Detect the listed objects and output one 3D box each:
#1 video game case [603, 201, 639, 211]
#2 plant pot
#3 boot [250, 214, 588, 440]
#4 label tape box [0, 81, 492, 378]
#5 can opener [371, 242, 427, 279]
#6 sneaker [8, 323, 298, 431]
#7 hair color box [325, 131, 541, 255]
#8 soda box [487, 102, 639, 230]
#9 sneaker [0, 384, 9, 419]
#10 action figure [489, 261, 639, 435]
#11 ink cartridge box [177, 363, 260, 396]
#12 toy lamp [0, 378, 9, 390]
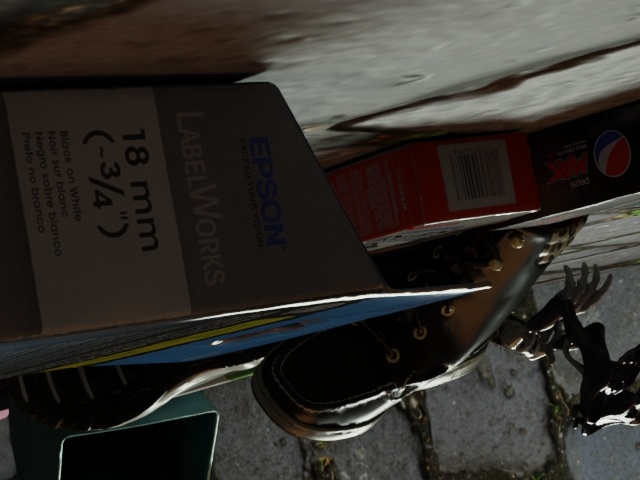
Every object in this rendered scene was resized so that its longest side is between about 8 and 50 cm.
[{"bbox_3d":[0.339,-0.054,1.623,0.157,0.019,0.143,-9,176,-17],"label":"video game case"},{"bbox_3d":[-0.234,0.183,1.930,0.165,0.165,0.234,-8,-144,-26],"label":"plant pot"},{"bbox_3d":[0.070,0.036,1.263,0.236,0.085,0.178,-18,151,-48],"label":"boot"},{"bbox_3d":[-0.128,0.007,0.835,0.334,0.106,0.241,-6,173,-42],"label":"label tape box"},{"bbox_3d":[0.000,0.000,1.381,0.283,0.076,0.095,-9,-153,-15],"label":"can opener"},{"bbox_3d":[-0.130,0.092,1.571,0.272,0.100,0.108,-18,175,4],"label":"sneaker"},{"bbox_3d":[0.047,-0.023,1.167,0.093,0.053,0.167,-8,176,-34],"label":"hair color box"},{"bbox_3d":[0.175,-0.048,1.145,0.060,0.053,0.169,-6,174,-41],"label":"soda box"},{"bbox_3d":[-0.413,0.171,2.130,0.319,0.112,0.131,-10,172,10],"label":"sneaker"},{"bbox_3d":[0.187,0.045,1.624,0.141,0.276,0.164,-46,145,-1],"label":"action figure"},{"bbox_3d":[-0.110,0.087,1.747,0.160,0.092,0.219,-15,180,-11],"label":"ink cartridge box"},{"bbox_3d":[-0.339,0.112,1.810,0.080,0.080,0.274,-10,175,-6],"label":"toy lamp"}]
